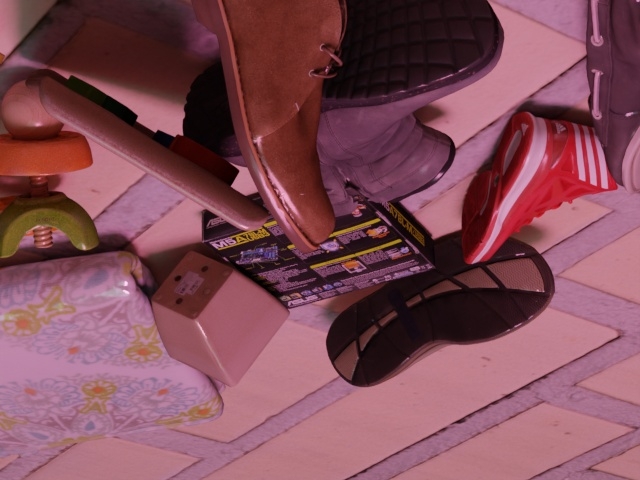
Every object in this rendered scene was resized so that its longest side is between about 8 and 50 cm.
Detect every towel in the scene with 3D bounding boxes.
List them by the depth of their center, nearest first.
[{"bbox_3d":[-0.309,0.135,1.879,0.320,0.090,0.374,-12,148,10],"label":"towel"}]

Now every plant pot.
[{"bbox_3d":[-0.119,0.075,1.740,0.109,0.109,0.096,22,156,38],"label":"plant pot"}]

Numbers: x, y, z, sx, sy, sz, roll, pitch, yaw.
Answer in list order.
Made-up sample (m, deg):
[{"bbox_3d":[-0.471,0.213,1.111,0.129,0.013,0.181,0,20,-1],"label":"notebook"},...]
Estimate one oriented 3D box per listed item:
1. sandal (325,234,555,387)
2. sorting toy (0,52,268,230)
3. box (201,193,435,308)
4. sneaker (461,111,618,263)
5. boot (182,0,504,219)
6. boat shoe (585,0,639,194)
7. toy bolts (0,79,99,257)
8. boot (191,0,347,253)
[{"bbox_3d":[0.133,0.073,1.802,0.303,0.120,0.086,-26,170,37],"label":"sandal"},{"bbox_3d":[-0.188,-0.112,1.355,0.307,0.041,0.229,31,-178,-15],"label":"sorting toy"},{"bbox_3d":[0.000,0.000,1.708,0.190,0.045,0.184,-17,144,25],"label":"box"},{"bbox_3d":[0.227,-0.040,1.616,0.128,0.087,0.221,6,150,-12],"label":"sneaker"},{"bbox_3d":[0.062,-0.122,1.460,0.338,0.118,0.222,-12,153,37],"label":"boot"},{"bbox_3d":[0.288,-0.161,1.430,0.112,0.095,0.335,-37,156,-12],"label":"boat shoe"},{"bbox_3d":[-0.337,-0.073,1.522,0.228,0.158,0.218,-6,-169,-13],"label":"toy bolts"},{"bbox_3d":[-0.023,-0.134,1.302,0.115,0.112,0.305,-15,110,4],"label":"boot"}]
